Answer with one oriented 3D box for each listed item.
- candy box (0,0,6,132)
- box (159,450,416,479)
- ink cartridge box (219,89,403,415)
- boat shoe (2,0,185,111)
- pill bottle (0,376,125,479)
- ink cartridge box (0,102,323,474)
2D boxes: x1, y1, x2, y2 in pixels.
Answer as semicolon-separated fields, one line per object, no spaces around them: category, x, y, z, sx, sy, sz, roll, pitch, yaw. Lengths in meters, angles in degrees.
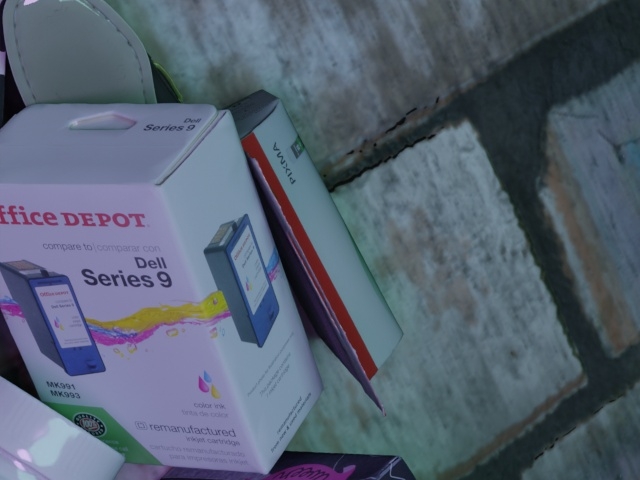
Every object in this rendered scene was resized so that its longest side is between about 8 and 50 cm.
candy box;-0.275;-0.041;1.163;0.159;0.071;0.233;6;84;-32
box;-0.035;0.224;1.188;0.163;0.247;0.142;-42;109;-27
ink cartridge box;0.000;0.000;1.244;0.056;0.225;0.181;-29;103;-6
boat shoe;-0.131;-0.084;1.231;0.081;0.068;0.227;-30;123;3
pill bottle;-0.215;0.192;1.132;0.121;0.121;0.221;37;81;-24
ink cartridge box;-0.107;0.029;1.168;0.093;0.154;0.212;-53;136;-47
